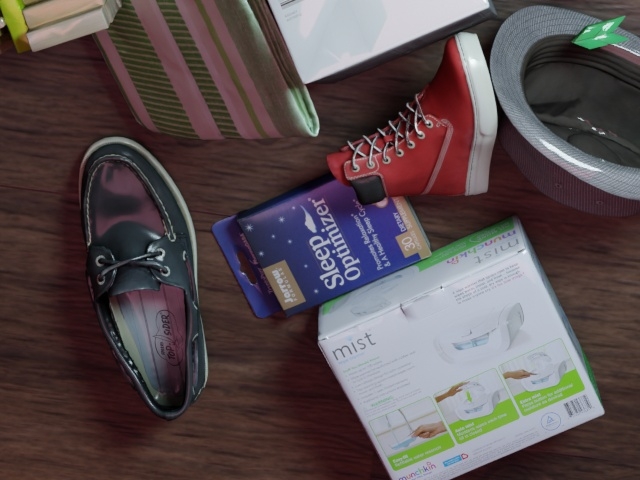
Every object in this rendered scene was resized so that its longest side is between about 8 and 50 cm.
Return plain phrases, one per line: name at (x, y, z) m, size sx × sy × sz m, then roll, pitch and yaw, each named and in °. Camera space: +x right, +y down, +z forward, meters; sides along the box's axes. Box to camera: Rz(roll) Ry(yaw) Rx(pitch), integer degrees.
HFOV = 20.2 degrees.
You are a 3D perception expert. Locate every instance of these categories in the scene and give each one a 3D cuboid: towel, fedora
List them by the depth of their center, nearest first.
towel at (-0.145, -0.217, 1.879) m, size 0.038 × 0.325 × 0.248 m, roll -36°, pitch 111°, yaw -30°
fedora at (0.291, -0.121, 1.958) m, size 0.275 × 0.244 × 0.124 m, roll 20°, pitch 139°, yaw -7°

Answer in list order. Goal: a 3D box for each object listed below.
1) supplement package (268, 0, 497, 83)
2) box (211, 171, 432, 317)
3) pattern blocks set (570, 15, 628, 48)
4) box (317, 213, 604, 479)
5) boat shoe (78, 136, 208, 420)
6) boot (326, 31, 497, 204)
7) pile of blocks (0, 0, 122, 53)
supplement package at (0.050, -0.284, 1.826) m, size 0.198 × 0.262 × 0.199 m, roll -22°, pitch 92°, yaw 9°
box at (0.000, 0.000, 2.079) m, size 0.225 × 0.036 × 0.136 m, roll -24°, pitch 108°, yaw 10°
pattern blocks set at (0.319, -0.369, 1.911) m, size 0.285 × 0.026 × 0.325 m, roll -4°, pitch 101°, yaw -10°
box at (0.160, 0.135, 2.078) m, size 0.262 × 0.127 × 0.231 m, roll -25°, pitch 108°, yaw 10°
boat shoe at (-0.205, 0.053, 2.059) m, size 0.127 × 0.113 × 0.340 m, roll -6°, pitch 110°, yaw 3°
boot at (0.095, -0.122, 1.927) m, size 0.176 × 0.088 × 0.244 m, roll -7°, pitch 145°, yaw -4°
pile of blocks at (-0.376, -0.250, 1.885) m, size 0.362 × 0.149 × 0.113 m, roll -8°, pitch 112°, yaw 30°
